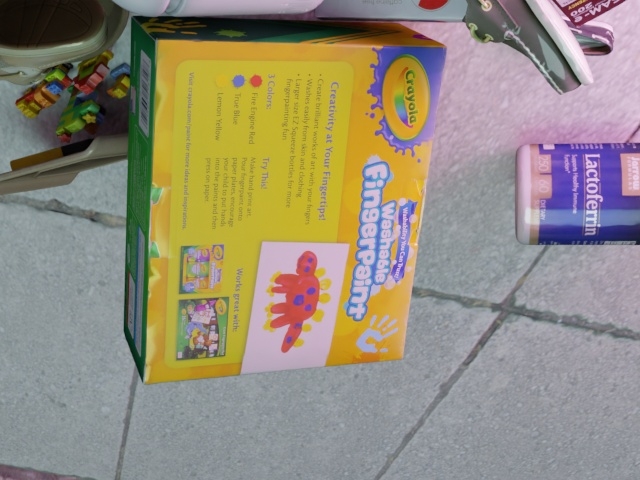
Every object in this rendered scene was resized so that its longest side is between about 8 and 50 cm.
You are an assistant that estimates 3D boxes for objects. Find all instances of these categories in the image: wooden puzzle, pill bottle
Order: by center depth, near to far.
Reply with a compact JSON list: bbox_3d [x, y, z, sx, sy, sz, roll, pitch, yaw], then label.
[{"bbox_3d":[0.423,-0.069,1.508,0.264,0.153,0.153,0,144,9],"label":"pill bottle"},{"bbox_3d":[-0.369,-0.128,1.567,0.238,0.044,0.221,-17,-179,27],"label":"wooden puzzle"}]

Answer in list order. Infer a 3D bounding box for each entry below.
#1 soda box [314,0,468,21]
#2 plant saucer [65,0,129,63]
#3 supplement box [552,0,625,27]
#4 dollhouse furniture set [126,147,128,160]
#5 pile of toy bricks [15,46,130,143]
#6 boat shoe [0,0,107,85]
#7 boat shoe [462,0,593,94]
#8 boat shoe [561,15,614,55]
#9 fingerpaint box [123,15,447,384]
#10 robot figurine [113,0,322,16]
[{"bbox_3d":[0.103,-0.311,1.270,0.216,0.074,0.069,2,-171,8],"label":"soda box"},{"bbox_3d":[-0.389,-0.346,1.356,0.277,0.041,0.278,4,144,3],"label":"plant saucer"},{"bbox_3d":[0.249,-0.365,1.137,0.073,0.130,0.239,-25,135,36],"label":"supplement box"},{"bbox_3d":[-0.132,-0.144,1.508,0.259,0.135,0.262,1,167,11],"label":"dollhouse furniture set"},{"bbox_3d":[-0.363,-0.194,1.510,0.212,0.105,0.118,-20,137,34],"label":"pile of toy bricks"},{"bbox_3d":[-0.401,-0.262,1.358,0.302,0.109,0.098,-2,150,23],"label":"boat shoe"},{"bbox_3d":[0.197,-0.285,1.174,0.091,0.109,0.305,-38,91,20],"label":"boat shoe"},{"bbox_3d":[0.324,-0.266,1.344,0.125,0.038,0.046,7,145,0],"label":"boat shoe"},{"bbox_3d":[-0.059,-0.057,1.333,0.371,0.163,0.445,-3,114,-20],"label":"fingerpaint box"},{"bbox_3d":[-0.112,-0.347,1.111,0.353,0.300,0.200,-6,108,-22],"label":"robot figurine"}]
